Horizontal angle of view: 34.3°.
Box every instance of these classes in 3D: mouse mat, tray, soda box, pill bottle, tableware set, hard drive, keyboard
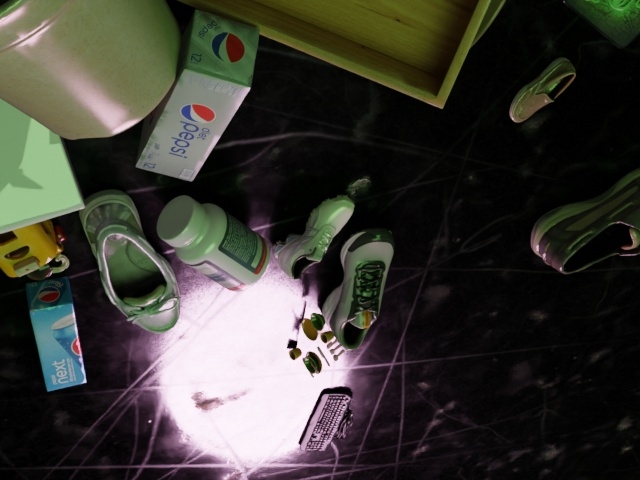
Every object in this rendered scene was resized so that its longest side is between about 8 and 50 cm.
[{"bbox_3d":[0.493,-0.401,1.669,0.189,0.007,0.152,24,119,-38],"label":"mouse mat"},{"bbox_3d":[0.007,-0.342,1.313,0.411,0.076,0.203,23,128,2],"label":"tray"},{"bbox_3d":[-0.174,-0.190,1.422,0.091,0.098,0.286,14,153,-17],"label":"soda box"},{"bbox_3d":[-0.176,0.002,1.695,0.108,0.108,0.180,-38,135,15],"label":"pill bottle"},{"bbox_3d":[-0.017,0.200,1.976,0.024,0.104,0.154,-24,167,-35],"label":"tableware set"},{"bbox_3d":[-0.530,-0.102,1.418,0.353,0.047,0.233,-17,111,-6],"label":"hard drive"},{"bbox_3d":[-0.447,0.160,1.762,0.071,0.067,0.210,-11,136,-14],"label":"soda box"},{"bbox_3d":[0.026,0.397,2.229,0.100,0.038,0.192,0,133,-24],"label":"keyboard"}]

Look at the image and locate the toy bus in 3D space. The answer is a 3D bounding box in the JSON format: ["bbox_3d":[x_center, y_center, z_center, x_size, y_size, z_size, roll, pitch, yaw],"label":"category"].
[{"bbox_3d":[-0.454,0.005,1.577,0.202,0.104,0.191,9,128,-30],"label":"toy bus"}]

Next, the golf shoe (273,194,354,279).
[{"bbox_3d":[0.000,0.000,1.789,0.176,0.086,0.069,-44,132,18],"label":"golf shoe"}]

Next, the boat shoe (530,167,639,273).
[{"bbox_3d":[0.584,-0.030,1.983,0.355,0.130,0.132,-26,137,2],"label":"boat shoe"}]

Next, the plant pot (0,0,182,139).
[{"bbox_3d":[-0.328,-0.284,1.226,0.334,0.334,0.305,-30,149,6],"label":"plant pot"}]

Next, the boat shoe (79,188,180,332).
[{"bbox_3d":[-0.304,0.057,1.696,0.118,0.103,0.320,-19,137,-6],"label":"boat shoe"}]

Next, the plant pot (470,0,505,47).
[{"bbox_3d":[0.168,-0.362,1.457,0.237,0.110,0.237,-40,157,-21],"label":"plant pot"}]

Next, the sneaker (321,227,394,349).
[{"bbox_3d":[0.081,0.088,1.896,0.100,0.108,0.271,-1,131,-21],"label":"sneaker"}]

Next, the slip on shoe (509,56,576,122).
[{"bbox_3d":[0.374,-0.246,1.742,0.135,0.041,0.051,-44,134,20],"label":"slip on shoe"}]
